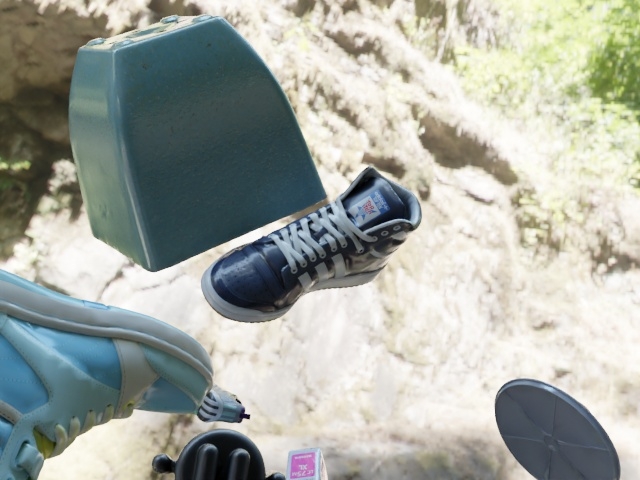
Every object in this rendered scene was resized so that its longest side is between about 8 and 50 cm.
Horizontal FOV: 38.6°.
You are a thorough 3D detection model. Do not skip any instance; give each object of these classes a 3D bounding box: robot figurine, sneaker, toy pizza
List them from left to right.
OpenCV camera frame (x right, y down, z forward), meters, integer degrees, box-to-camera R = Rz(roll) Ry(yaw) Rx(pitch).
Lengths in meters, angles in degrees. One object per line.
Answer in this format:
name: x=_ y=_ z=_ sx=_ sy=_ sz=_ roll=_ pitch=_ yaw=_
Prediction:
sneaker: x=-0.224 y=0.153 z=0.745 sx=0.127 sy=0.208 sz=0.319 roll=-24 pitch=-35 yaw=39
sneaker: x=-0.220 y=0.332 z=1.883 sx=0.098 sy=0.083 sz=0.224 roll=19 pitch=2 yaw=-25
robot figurine: x=-0.194 y=0.443 z=1.742 sx=0.209 sy=0.173 sz=0.278 roll=47 pitch=-16 yaw=5
sneaker: x=0.000 y=0.000 z=1.056 sx=0.282 sy=0.099 sz=0.153 roll=-15 pitch=-26 yaw=-42
toy pizza: x=0.327 y=0.270 z=1.263 sx=0.201 sy=0.032 sz=0.201 roll=33 pitch=-39 yaw=32

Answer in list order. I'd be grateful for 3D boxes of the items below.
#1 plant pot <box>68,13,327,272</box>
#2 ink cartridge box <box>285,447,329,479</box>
plant pot: x=-0.181 y=-0.142 z=1.144 sx=0.248 sy=0.247 sz=0.252 roll=20 pitch=-49 yaw=57
ink cartridge box: x=-0.013 y=0.477 z=1.340 sx=0.065 sy=0.311 sz=0.185 roll=-8 pitch=-63 yaw=9
